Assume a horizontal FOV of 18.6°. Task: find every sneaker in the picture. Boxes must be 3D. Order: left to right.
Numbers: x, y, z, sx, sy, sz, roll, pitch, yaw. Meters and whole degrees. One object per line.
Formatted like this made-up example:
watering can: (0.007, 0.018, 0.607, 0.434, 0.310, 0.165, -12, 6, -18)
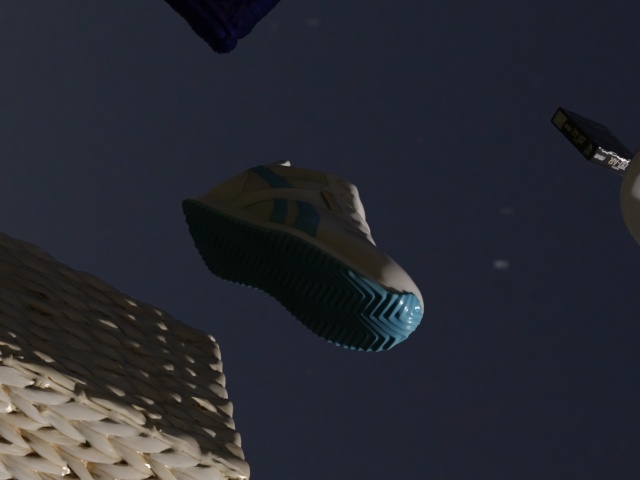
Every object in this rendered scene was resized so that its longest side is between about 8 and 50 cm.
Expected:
sneaker: (0.000, 0.000, 1.321, 0.229, 0.092, 0.087, 30, -37, 48)

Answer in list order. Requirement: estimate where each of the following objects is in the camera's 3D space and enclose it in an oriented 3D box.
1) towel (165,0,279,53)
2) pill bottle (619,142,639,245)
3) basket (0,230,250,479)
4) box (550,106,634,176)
towel: (-0.116, -0.338, 1.700, 0.227, 0.308, 0.076, -45, -167, 8)
pill bottle: (0.367, -0.104, 1.608, 0.283, 0.160, 0.160, -57, 180, -37)
basket: (-0.263, 0.185, 1.711, 0.266, 0.331, 0.328, -57, -161, 12)
box: (0.269, -0.094, 1.892, 0.018, 0.067, 0.083, -58, -144, 18)
